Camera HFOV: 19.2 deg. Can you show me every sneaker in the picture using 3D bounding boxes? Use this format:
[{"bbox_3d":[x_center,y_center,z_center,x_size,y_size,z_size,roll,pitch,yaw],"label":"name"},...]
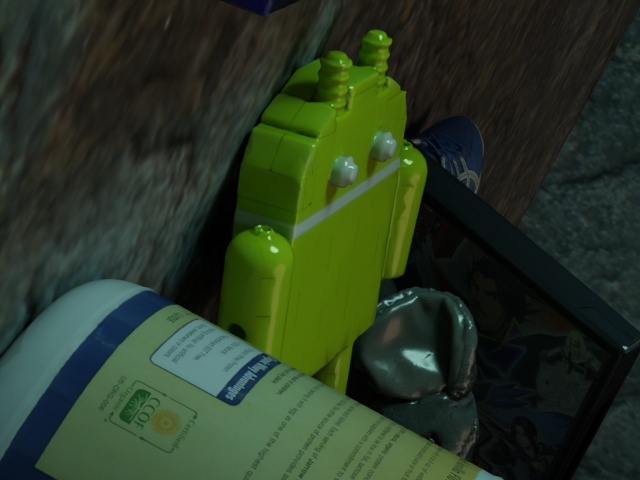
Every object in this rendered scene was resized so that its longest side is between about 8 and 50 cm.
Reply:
[{"bbox_3d":[0.097,-0.055,1.650,0.211,0.080,0.081,-53,170,-49],"label":"sneaker"}]

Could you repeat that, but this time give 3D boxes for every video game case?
[{"bbox_3d":[0.102,0.079,1.487,0.035,0.275,0.248,-27,149,-40],"label":"video game case"}]

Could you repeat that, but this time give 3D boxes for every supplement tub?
[{"bbox_3d":[-0.028,0.183,0.935,0.228,0.316,0.228,-59,170,-18],"label":"supplement tub"}]

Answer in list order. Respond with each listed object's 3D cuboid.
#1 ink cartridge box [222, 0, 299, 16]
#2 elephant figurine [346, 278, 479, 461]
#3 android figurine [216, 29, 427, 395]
[{"bbox_3d":[0.011,-0.197,0.860,0.165,0.065,0.333,-65,169,21],"label":"ink cartridge box"},{"bbox_3d":[0.054,0.109,1.394,0.186,0.239,0.169,-66,170,19],"label":"elephant figurine"},{"bbox_3d":[0.000,0.000,1.209,0.248,0.056,0.273,-32,137,-60],"label":"android figurine"}]
